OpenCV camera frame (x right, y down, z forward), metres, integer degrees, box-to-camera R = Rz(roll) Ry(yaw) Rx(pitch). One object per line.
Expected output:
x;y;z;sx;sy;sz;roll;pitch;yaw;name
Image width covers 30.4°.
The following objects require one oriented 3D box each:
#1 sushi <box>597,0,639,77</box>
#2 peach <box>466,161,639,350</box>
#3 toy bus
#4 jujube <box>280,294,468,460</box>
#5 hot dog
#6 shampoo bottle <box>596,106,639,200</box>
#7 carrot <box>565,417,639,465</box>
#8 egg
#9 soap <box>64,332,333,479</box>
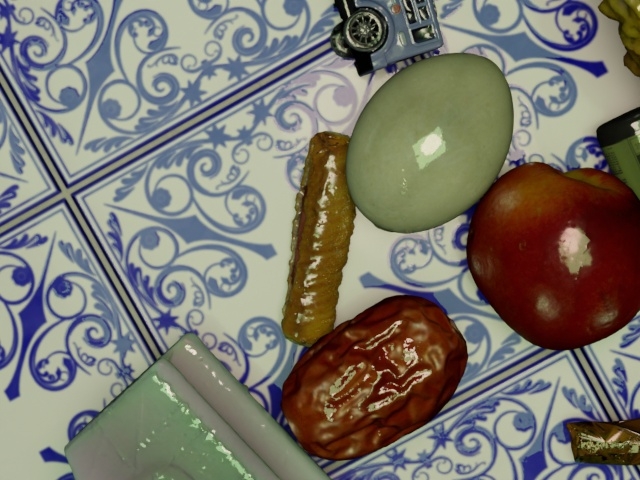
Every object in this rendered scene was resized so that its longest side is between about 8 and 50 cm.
0.539;-0.281;1.358;0.351;0.240;0.396;-50;123;-13;sushi
0.296;0.022;1.474;0.243;0.199;0.243;3;101;17;peach
0.057;-0.363;1.490;0.133;0.125;0.292;-18;96;-7;toy bus
0.070;0.177;1.507;0.250;0.174;0.174;-36;92;1;jujube
0.001;0.000;1.549;0.083;0.068;0.288;8;93;-5;hot dog
0.452;-0.035;1.511;0.101;0.101;0.283;-24;93;4;shampoo bottle
0.441;0.264;1.552;0.229;0.069;0.069;-2;94;4;carrot
0.138;-0.122;1.473;0.186;0.186;0.253;37;96;-1;egg
-0.119;0.370;1.514;0.261;0.156;0.446;-42;93;18;soap
